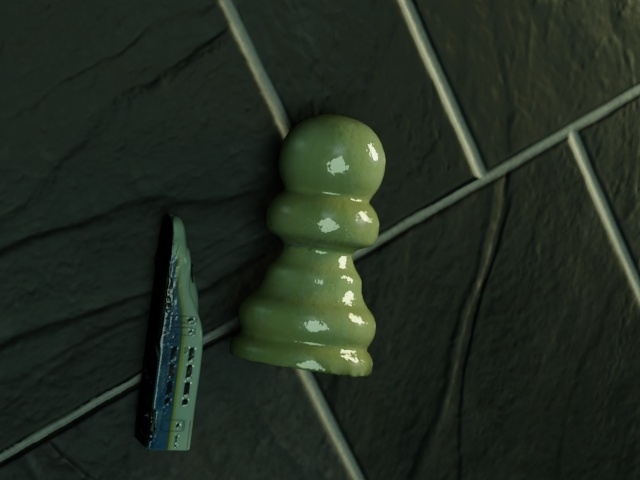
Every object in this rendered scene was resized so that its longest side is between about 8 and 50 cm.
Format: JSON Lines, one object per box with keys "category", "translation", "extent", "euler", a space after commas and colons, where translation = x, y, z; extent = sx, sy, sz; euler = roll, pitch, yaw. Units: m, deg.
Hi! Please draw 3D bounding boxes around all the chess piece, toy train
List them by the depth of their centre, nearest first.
{"category": "chess piece", "translation": [0.000, 0.000, 1.820], "extent": [0.144, 0.144, 0.251], "euler": [9, 90, -21]}
{"category": "toy train", "translation": [-0.144, 0.090, 1.820], "extent": [0.051, 0.052, 0.234], "euler": [5, 98, -24]}
